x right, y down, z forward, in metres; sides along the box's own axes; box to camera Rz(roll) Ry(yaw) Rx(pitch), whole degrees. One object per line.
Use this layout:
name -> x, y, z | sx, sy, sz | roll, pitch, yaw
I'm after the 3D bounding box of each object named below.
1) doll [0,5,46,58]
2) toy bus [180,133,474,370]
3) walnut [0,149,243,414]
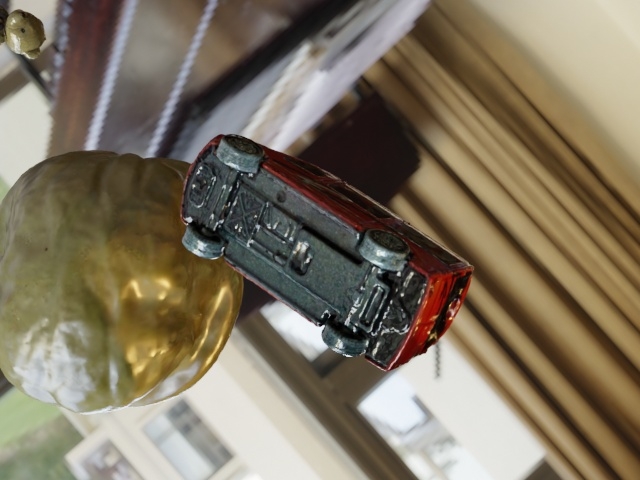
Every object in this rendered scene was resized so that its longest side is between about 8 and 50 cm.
doll -> -0.332, -0.216, 1.481 | 0.051, 0.093, 0.061 | 67, 28, -55
toy bus -> 0.000, 0.000, 0.943 | 0.089, 0.195, 0.081 | -15, 133, -57
walnut -> -0.214, 0.039, 1.492 | 0.282, 0.253, 0.276 | -135, -122, -70
